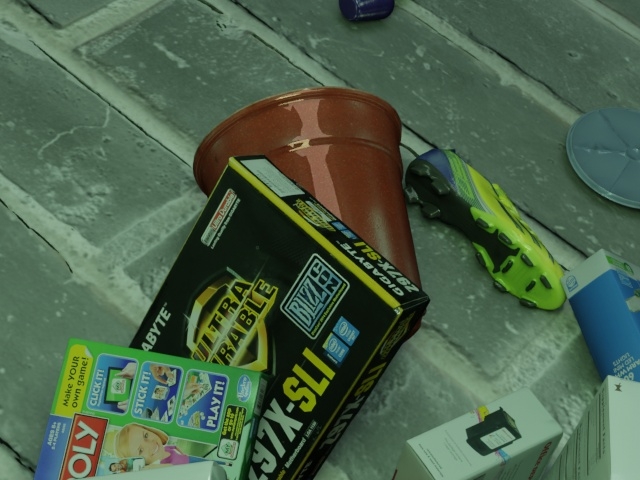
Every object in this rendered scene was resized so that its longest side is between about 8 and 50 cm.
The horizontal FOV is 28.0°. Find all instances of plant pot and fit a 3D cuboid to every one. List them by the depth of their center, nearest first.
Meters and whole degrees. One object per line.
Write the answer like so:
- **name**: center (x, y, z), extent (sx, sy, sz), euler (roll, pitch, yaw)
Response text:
- **plant pot**: center (0.000, 0.000, 1.567), extent (0.272, 0.272, 0.265), euler (-5, 61, -16)

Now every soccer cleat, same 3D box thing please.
- **soccer cleat**: center (0.239, -0.026, 1.735), extent (0.121, 0.093, 0.289), euler (-27, 61, -38)

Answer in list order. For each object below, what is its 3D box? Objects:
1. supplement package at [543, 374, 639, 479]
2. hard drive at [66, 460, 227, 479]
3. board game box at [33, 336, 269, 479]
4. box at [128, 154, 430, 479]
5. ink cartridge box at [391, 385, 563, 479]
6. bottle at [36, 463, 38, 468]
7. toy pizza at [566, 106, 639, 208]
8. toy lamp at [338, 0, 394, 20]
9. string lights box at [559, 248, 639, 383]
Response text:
- **supplement package**: center (0.336, 0.278, 1.401), extent (0.139, 0.244, 0.134), euler (11, 49, -2)
- **hard drive**: center (-0.259, 0.345, 1.216), extent (0.353, 0.047, 0.233), euler (-11, 59, 17)
- **board game box**: center (-0.189, 0.272, 1.302), extent (0.213, 0.046, 0.317), euler (9, 77, 11)
- **box**: center (-0.064, 0.109, 1.410), extent (0.257, 0.322, 0.079), euler (41, 26, 19)
- **ink cartridge box**: center (0.174, 0.255, 1.462), extent (0.175, 0.127, 0.072), euler (-20, 55, -27)
- **bottle**: center (-0.169, 0.302, 1.370), extent (0.283, 0.092, 0.118), euler (36, 58, 17)
- **toy pizza**: center (0.457, -0.117, 1.896), extent (0.201, 0.032, 0.201), euler (6, 51, -7)
- **toy lamp**: center (0.146, -0.413, 2.044), extent (0.274, 0.080, 0.080), euler (-28, 61, -29)
- **string lights box**: center (0.404, 0.149, 1.599), extent (0.133, 0.077, 0.260), euler (21, 40, -40)
